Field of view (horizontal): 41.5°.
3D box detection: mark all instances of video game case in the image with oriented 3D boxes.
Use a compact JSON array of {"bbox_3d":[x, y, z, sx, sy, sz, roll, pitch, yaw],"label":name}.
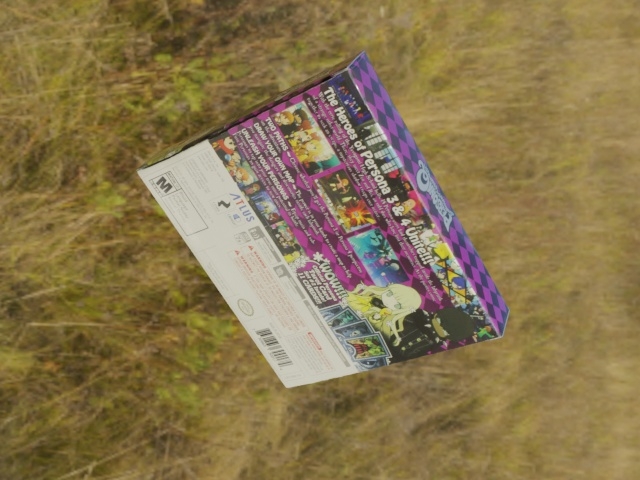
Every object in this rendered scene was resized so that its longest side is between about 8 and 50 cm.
[{"bbox_3d":[0.000,0.000,0.650,0.232,0.210,0.042,57,36,-18],"label":"video game case"}]
